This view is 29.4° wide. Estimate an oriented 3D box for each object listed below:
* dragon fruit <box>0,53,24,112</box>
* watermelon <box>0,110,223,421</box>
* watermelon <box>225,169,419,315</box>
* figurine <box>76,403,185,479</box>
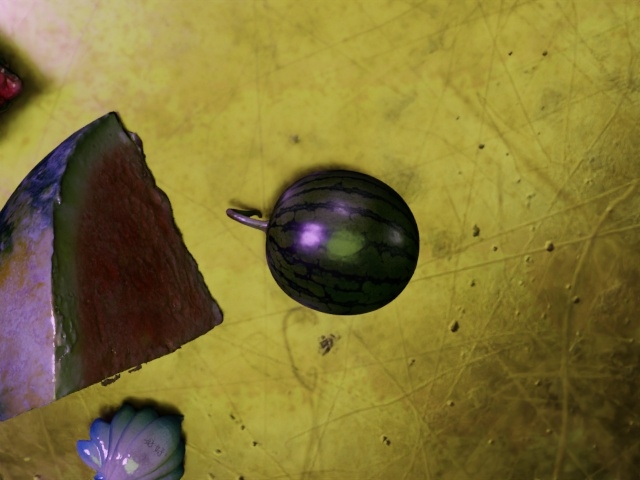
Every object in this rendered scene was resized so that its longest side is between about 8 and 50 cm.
[{"bbox_3d":[-0.413,-0.176,1.112,0.200,0.198,0.269,-30,68,-33],"label":"dragon fruit"},{"bbox_3d":[-0.216,0.041,1.137,0.193,0.231,0.310,-21,53,2],"label":"watermelon"},{"bbox_3d":[0.000,0.000,1.158,0.187,0.140,0.140,10,96,-3],"label":"watermelon"},{"bbox_3d":[-0.177,0.209,1.213,0.114,0.079,0.114,10,62,-20],"label":"figurine"}]
